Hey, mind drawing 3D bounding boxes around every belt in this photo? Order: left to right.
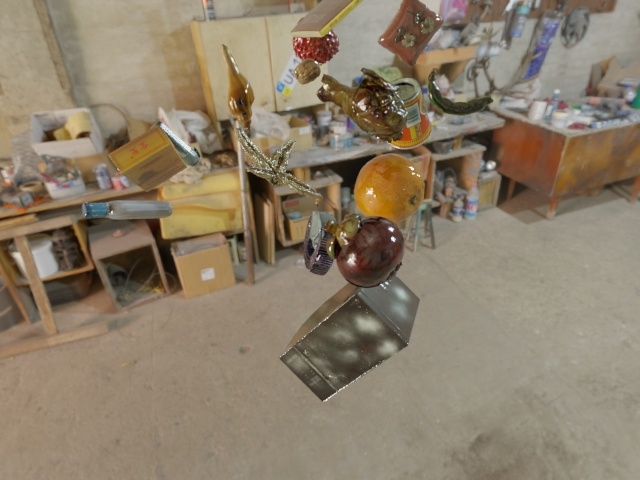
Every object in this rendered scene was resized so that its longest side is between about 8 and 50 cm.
[{"bbox_3d":[0.000,0.000,1.898,0.122,0.260,0.325,11,35,-14],"label":"belt"}]

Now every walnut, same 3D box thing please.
[{"bbox_3d":[-0.044,-0.589,1.415,0.096,0.082,0.079,-33,60,-1],"label":"walnut"}]

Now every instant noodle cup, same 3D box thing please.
[{"bbox_3d":[0.315,-0.484,1.531,0.193,0.212,0.193,-10,56,15],"label":"instant noodle cup"}]

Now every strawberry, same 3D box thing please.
[{"bbox_3d":[-0.025,-0.926,1.813,0.234,0.178,0.234,0,70,1],"label":"strawberry"}]

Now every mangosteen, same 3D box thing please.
[{"bbox_3d":[0.096,0.014,0.935,0.200,0.200,0.200,-2,30,1],"label":"mangosteen"}]

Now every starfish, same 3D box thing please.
[{"bbox_3d":[-0.183,-0.332,1.774,0.432,0.082,0.324,11,52,-42],"label":"starfish"}]

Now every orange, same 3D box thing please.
[{"bbox_3d":[0.297,-0.220,1.760,0.312,0.312,0.312,-2,30,1],"label":"orange"}]

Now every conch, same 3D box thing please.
[{"bbox_3d":[-0.319,-0.581,1.572,0.109,0.330,0.093,-12,27,1],"label":"conch"}]

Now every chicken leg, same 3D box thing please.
[{"bbox_3d":[0.125,-0.464,1.317,0.361,0.211,0.140,39,56,20],"label":"chicken leg"}]

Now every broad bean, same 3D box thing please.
[{"bbox_3d":[0.563,-0.593,1.694,0.292,0.144,0.049,27,8,0],"label":"broad bean"}]

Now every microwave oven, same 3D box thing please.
[{"bbox_3d":[0.116,0.321,1.504,0.236,0.432,0.374,46,28,0],"label":"microwave oven"}]

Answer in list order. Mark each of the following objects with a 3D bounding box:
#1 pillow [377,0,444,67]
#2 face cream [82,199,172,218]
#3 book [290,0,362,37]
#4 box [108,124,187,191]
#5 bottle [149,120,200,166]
[{"bbox_3d":[0.304,-0.702,1.369,0.171,0.179,0.075,23,30,-24],"label":"pillow"},{"bbox_3d":[-0.815,-0.130,1.725,0.337,0.080,0.163,-5,5,-43],"label":"face cream"},{"bbox_3d":[0.097,-0.668,1.074,0.374,0.028,0.262,-41,33,2],"label":"book"},{"bbox_3d":[-0.552,-0.259,1.335,0.174,0.076,0.274,-36,1,-9],"label":"box"},{"bbox_3d":[-0.679,-0.456,1.918,0.096,0.254,0.079,-50,37,-6],"label":"bottle"}]
